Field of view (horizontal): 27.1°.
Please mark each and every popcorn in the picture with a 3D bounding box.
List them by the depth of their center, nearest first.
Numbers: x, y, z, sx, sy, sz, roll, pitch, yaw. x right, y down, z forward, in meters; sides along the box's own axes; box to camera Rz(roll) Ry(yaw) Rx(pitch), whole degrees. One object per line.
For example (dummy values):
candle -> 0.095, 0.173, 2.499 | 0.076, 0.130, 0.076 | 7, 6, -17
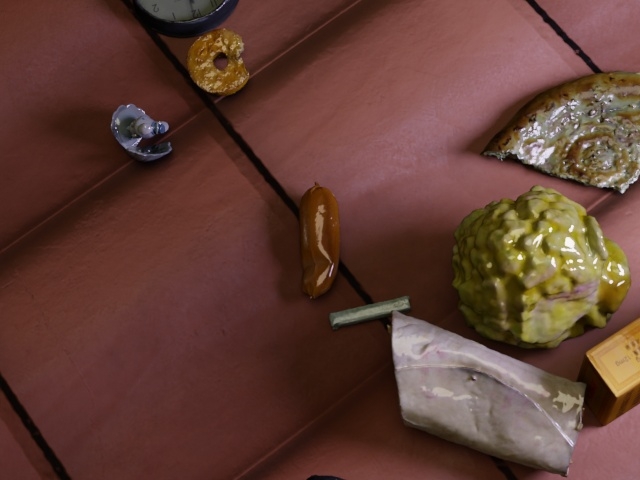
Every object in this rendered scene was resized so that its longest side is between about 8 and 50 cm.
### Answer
popcorn -> 0.295, 0.036, 1.832 | 0.259, 0.259, 0.212 | -26, 54, -4

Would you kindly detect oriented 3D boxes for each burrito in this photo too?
burrito -> 0.214, 0.210, 1.814 | 0.299, 0.105, 0.143 | 20, 102, 10

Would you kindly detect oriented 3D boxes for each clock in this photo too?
clock -> -0.219, -0.416, 2.139 | 0.184, 0.040, 0.185 | -2, 69, 5

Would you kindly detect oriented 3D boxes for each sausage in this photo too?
sausage -> 0.000, 0.000, 1.953 | 0.062, 0.054, 0.183 | -17, 67, 34

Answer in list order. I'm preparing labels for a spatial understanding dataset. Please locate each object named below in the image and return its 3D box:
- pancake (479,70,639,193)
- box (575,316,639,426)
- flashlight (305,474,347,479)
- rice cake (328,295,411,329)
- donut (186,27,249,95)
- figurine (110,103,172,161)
pancake -> 0.420, -0.164, 1.971 | 0.376, 0.054, 0.197 | -17, 69, 1
box -> 0.479, 0.131, 1.788 | 0.274, 0.174, 0.076 | -32, 71, -6
flashlight -> 0.006, 0.432, 1.776 | 0.093, 0.093, 0.232 | 1, 64, 6
rice cake -> 0.072, 0.104, 1.923 | 0.121, 0.021, 0.022 | -13, 64, -1
donut -> -0.159, -0.274, 2.078 | 0.097, 0.043, 0.108 | -7, 70, 3
figurine -> -0.268, -0.163, 2.031 | 0.086, 0.094, 0.082 | 14, 110, 39
